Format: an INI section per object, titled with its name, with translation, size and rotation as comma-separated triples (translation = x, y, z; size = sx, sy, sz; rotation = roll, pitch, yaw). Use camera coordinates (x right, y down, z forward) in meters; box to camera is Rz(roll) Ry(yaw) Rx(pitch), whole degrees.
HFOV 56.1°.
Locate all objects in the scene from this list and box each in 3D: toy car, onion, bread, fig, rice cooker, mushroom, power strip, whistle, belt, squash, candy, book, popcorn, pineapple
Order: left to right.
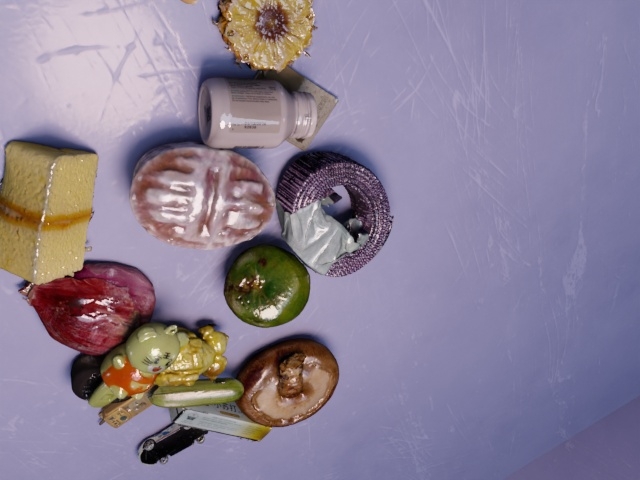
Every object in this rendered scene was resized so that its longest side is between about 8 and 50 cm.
[bread]
translation = -0.526, -0.051, 1.142
size = 0.178, 0.142, 0.265
rotation = 9, 107, -18
[onion]
translation = -0.501, 0.156, 1.294
size = 0.284, 0.120, 0.227
rotation = 19, 107, -36
[rice cooker]
translation = -0.503, 0.322, 1.418
size = 0.165, 0.106, 0.112
rotation = 12, 113, -20
[whistle]
translation = -0.405, 0.276, 1.307
size = 0.288, 0.106, 0.131
rotation = -44, 146, 15
[power strip]
translation = -0.437, 0.389, 1.537
size = 0.305, 0.044, 0.064
rotation = -32, 132, -4
[toy car]
translation = -0.407, 0.550, 1.657
size = 0.205, 0.056, 0.095
rotation = -28, 131, -3
[popcorn]
translation = -0.328, 0.284, 1.453
size = 0.168, 0.173, 0.195
rotation = -32, 163, 31
[squash]
translation = -0.313, 0.385, 1.517
size = 0.239, 0.069, 0.069
rotation = -2, 123, -15
[candy]
translation = -0.244, -0.093, 1.231
size = 0.290, 0.157, 0.214
rotation = 7, 104, -24
[fig]
translation = -0.124, 0.109, 1.455
size = 0.203, 0.235, 0.203
rotation = 0, 87, -1
[pineapple]
translation = -0.094, -0.414, 1.147
size = 0.221, 0.047, 0.221
rotation = -12, 121, -21
[mushroom]
translation = -0.093, 0.384, 1.643
size = 0.297, 0.163, 0.278
rotation = -15, 136, -18
[book]
translation = -0.069, -0.288, 1.278
size = 0.199, 0.016, 0.138
rotation = 25, 108, -37
[belt]
translation = 0.032, -0.059, 1.409
size = 0.260, 0.122, 0.325
rotation = -45, 132, -8

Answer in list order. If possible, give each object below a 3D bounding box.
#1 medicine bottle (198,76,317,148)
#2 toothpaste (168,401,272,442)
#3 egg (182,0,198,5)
[medicine bottle]
translation = -0.121, -0.248, 1.178
size = 0.215, 0.135, 0.135
rotation = -4, 123, -24
[toothpaste]
translation = -0.277, 0.481, 1.659
size = 0.313, 0.089, 0.071
rotation = 28, 113, -39
[egg]
translation = -0.230, -0.461, 1.031
size = 0.080, 0.080, 0.096
rotation = -34, 134, -3
